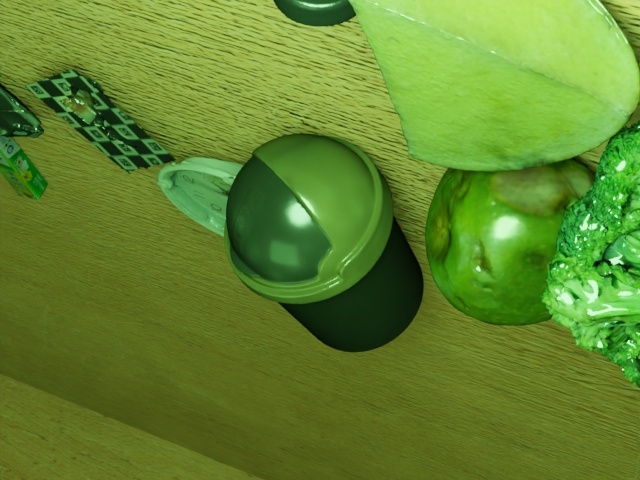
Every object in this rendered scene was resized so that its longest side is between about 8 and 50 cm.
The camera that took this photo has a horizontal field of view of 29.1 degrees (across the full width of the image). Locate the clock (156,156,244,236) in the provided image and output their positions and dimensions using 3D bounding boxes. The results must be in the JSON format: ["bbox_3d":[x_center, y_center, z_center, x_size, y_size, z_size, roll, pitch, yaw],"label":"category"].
[{"bbox_3d":[-0.111,-0.057,1.720,0.236,0.053,0.236,22,160,9],"label":"clock"}]

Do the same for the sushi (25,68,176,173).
[{"bbox_3d":[-0.293,-0.170,1.695,0.139,0.031,0.201,-6,139,48],"label":"sushi"}]

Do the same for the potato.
[{"bbox_3d":[0.135,-0.162,1.148,0.269,0.112,0.255,25,160,-3],"label":"potato"}]

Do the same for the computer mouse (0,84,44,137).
[{"bbox_3d":[-0.489,-0.203,1.794,0.192,0.062,0.106,18,156,5],"label":"computer mouse"}]

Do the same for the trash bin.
[{"bbox_3d":[0.000,0.000,1.526,0.214,0.214,0.334,15,160,25],"label":"trash bin"}]

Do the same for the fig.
[{"bbox_3d":[0.258,-0.001,1.327,0.275,0.206,0.206,6,161,-13],"label":"fig"}]

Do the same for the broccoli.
[{"bbox_3d":[0.344,0.020,1.140,0.245,0.265,0.294,39,136,55],"label":"broccoli"}]

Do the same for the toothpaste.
[{"bbox_3d":[-0.503,-0.128,2.004,0.043,0.037,0.178,18,157,23],"label":"toothpaste"}]

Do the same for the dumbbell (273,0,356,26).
[{"bbox_3d":[-0.001,-0.275,1.059,0.100,0.100,0.191,22,158,10],"label":"dumbbell"}]
